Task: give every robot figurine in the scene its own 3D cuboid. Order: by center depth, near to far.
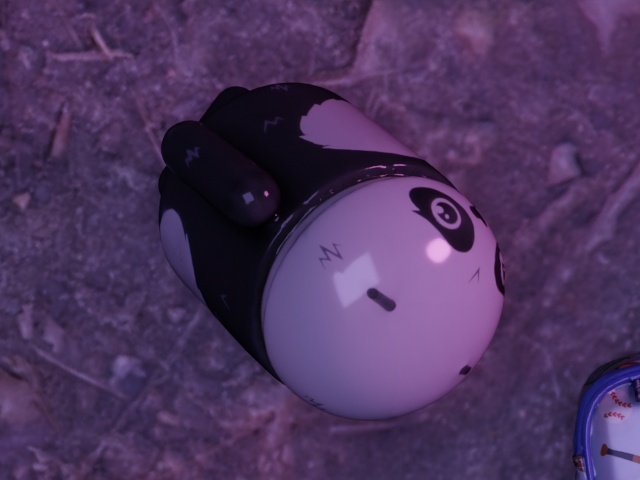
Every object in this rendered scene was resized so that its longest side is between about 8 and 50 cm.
[{"bbox_3d":[0.003,-0.001,1.292,0.209,0.278,0.173,-12,122,-27],"label":"robot figurine"}]

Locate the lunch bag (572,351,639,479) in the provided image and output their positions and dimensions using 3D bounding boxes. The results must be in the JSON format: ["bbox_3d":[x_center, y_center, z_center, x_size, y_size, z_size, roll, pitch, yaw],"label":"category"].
[{"bbox_3d":[0.298,0.202,1.309,0.243,0.115,0.303,-7,89,7],"label":"lunch bag"}]
